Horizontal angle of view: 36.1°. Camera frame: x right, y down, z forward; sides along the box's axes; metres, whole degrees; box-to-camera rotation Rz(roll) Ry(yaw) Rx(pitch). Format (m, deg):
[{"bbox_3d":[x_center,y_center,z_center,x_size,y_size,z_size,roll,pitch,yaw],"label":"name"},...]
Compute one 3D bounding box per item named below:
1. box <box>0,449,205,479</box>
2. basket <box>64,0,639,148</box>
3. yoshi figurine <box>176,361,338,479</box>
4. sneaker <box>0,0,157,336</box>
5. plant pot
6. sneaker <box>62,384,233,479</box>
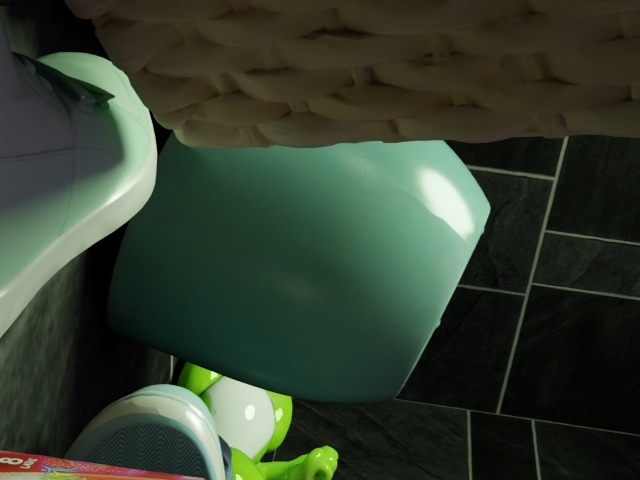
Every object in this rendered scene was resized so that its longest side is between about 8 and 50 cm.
[{"bbox_3d":[-0.145,0.255,0.516,0.122,0.128,0.256,-67,165,-80],"label":"box"},{"bbox_3d":[0.045,-0.220,0.309,0.328,0.332,0.266,54,45,-52],"label":"basket"},{"bbox_3d":[-0.095,0.215,1.043,0.362,0.204,0.203,-75,157,-49],"label":"yoshi figurine"},{"bbox_3d":[-0.123,-0.072,0.384,0.256,0.094,0.151,-79,173,-64],"label":"sneaker"},{"bbox_3d":[0.000,0.000,0.827,0.293,0.235,0.293,-63,175,-11],"label":"plant pot"},{"bbox_3d":[-0.128,0.182,0.774,0.208,0.127,0.319,-75,-177,-53],"label":"sneaker"}]
